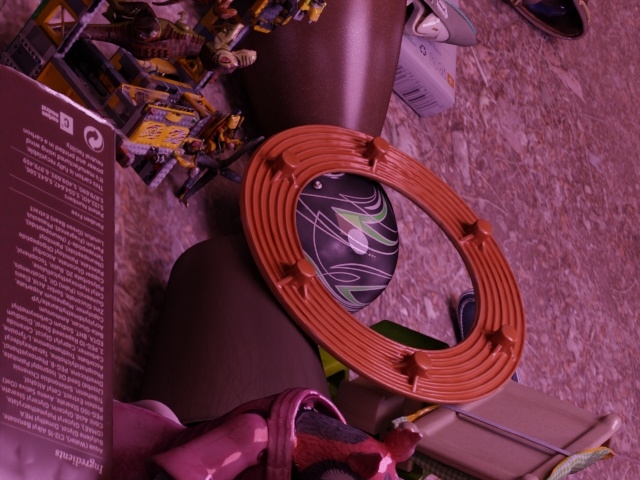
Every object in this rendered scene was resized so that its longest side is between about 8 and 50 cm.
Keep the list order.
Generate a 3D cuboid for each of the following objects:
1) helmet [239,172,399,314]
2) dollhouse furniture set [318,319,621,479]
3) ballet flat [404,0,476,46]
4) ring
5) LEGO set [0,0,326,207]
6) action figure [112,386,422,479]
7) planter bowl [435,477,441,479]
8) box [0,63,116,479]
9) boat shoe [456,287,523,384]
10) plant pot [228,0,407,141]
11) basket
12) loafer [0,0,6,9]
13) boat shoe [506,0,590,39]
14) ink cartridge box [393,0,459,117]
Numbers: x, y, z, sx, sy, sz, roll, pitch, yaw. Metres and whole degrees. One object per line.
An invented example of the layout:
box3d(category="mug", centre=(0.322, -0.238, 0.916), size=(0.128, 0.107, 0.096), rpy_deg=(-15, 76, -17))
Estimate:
box3d(category="helmet", centre=(0.000, 0.000, 1.760), size=(0.169, 0.169, 0.161), rpy_deg=(62, 25, -10))
box3d(category="dollhouse furniture set", centre=(0.120, 0.216, 1.657), size=(0.197, 0.302, 0.151), rpy_deg=(-22, 126, -51))
box3d(category="ballet flat", centre=(0.112, -0.294, 2.098), size=(0.213, 0.072, 0.068), rpy_deg=(44, 67, -32))
box3d(category="ring", centre=(0.071, 0.012, 1.658), size=(0.337, 0.032, 0.336), rpy_deg=(25, 41, -23))
box3d(category="LEGO set", centre=(-0.120, -0.161, 1.579), size=(0.192, 0.255, 0.331), rpy_deg=(49, 12, 23))
box3d(category="action figure", centre=(-0.074, 0.188, 1.321), size=(0.248, 0.370, 0.275), rpy_deg=(30, 46, -46))
box3d(category="planter bowl", centre=(0.131, 0.359, 1.797), size=(0.217, 0.090, 0.217), rpy_deg=(38, 42, -45))
box3d(category="box", centre=(-0.266, 0.080, 1.272), size=(0.143, 0.191, 0.381), rpy_deg=(29, 47, -46))
box3d(category="boat shoe", centre=(0.202, 0.149, 2.062), size=(0.083, 0.065, 0.183), rpy_deg=(-12, 82, -60))
box3d(category="plant pot", centre=(-0.001, -0.196, 1.864), size=(0.215, 0.215, 0.230), rpy_deg=(2, 84, -56))
box3d(category="basket", centre=(-0.078, 0.119, 1.563), size=(0.154, 0.204, 0.227), rpy_deg=(93, -3, -48))
box3d(category="loafer", centre=(-0.346, -0.306, 1.497), size=(0.087, 0.094, 0.251), rpy_deg=(-46, 119, -62))
box3d(category="boat shoe", centre=(0.319, -0.397, 2.542), size=(0.324, 0.117, 0.096), rpy_deg=(27, 46, -55))
box3d(category="ink cartridge box", centre=(0.075, -0.365, 2.193), size=(0.304, 0.072, 0.307), rpy_deg=(39, 40, -37))
